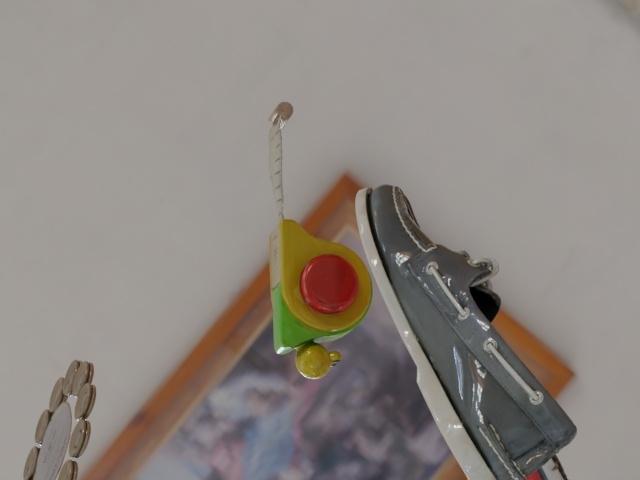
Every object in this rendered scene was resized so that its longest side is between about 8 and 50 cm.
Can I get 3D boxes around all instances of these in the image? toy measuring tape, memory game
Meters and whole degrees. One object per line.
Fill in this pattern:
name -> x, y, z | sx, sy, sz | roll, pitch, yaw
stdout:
toy measuring tape -> 0.000, 0.000, 1.813 | 0.121, 0.330, 0.121 | -2, 164, -1
memory game -> -0.253, 0.202, 1.482 | 0.012, 0.186, 0.186 | 20, -174, -21

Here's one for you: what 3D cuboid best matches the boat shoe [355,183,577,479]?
boat shoe -> 0.117, 0.065, 1.286 | 0.116, 0.099, 0.319 | 52, -167, -49

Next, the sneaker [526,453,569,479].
sneaker -> 0.206, 0.275, 1.600 | 0.279, 0.118, 0.107 | 62, -176, 8
